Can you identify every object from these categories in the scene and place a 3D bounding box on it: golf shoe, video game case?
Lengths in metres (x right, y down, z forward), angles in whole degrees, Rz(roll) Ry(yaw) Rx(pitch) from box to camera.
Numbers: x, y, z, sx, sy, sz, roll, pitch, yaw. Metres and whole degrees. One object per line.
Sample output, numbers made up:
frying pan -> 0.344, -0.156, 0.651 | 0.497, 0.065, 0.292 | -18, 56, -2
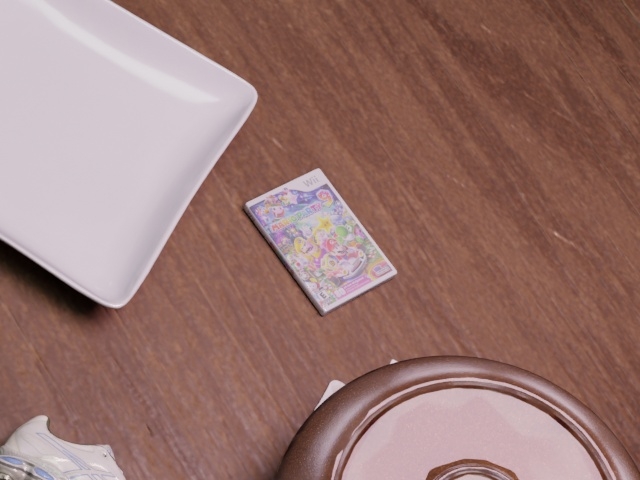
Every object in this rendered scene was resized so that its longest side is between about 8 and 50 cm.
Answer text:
golf shoe -> -0.165, 0.193, 1.457 | 0.176, 0.069, 0.086 | 31, 48, -3
video game case -> 0.000, 0.000, 1.674 | 0.087, 0.011, 0.122 | -27, 73, -32

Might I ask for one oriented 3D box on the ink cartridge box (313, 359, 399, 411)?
ink cartridge box -> 0.082, 0.178, 1.545 | 0.198, 0.067, 0.115 | 25, 50, 7

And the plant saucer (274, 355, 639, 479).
plant saucer -> 0.116, 0.219, 1.453 | 0.311, 0.050, 0.310 | 4, 61, -7

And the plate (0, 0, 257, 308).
plate -> -0.229, -0.099, 1.622 | 0.277, 0.045, 0.278 | 30, 54, -1
